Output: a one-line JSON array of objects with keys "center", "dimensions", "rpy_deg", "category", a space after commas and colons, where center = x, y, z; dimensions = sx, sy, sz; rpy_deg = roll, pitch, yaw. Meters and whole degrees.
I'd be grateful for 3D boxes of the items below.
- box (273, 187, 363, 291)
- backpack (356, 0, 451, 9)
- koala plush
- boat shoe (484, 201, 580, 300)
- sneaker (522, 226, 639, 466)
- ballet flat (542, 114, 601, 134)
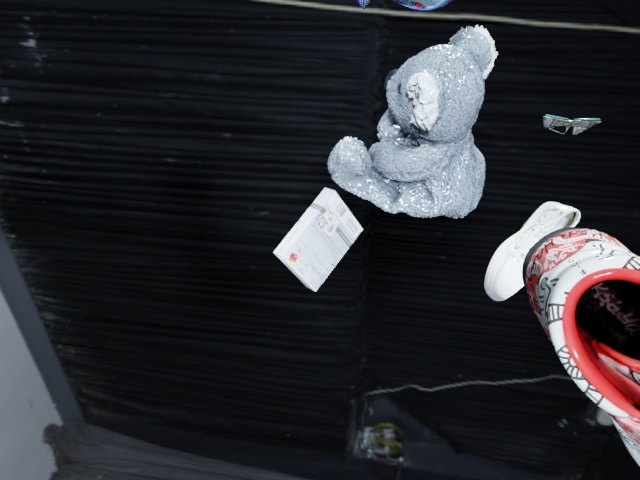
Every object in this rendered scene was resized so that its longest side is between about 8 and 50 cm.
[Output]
[{"center": [0.000, 0.000, 1.193], "dimensions": [0.186, 0.038, 0.145], "rpy_deg": [-53, 133, -14], "category": "box"}, {"center": [0.078, -0.279, 0.482], "dimensions": [0.117, 0.173, 0.158], "rpy_deg": [-51, -172, -16], "category": "backpack"}, {"center": [0.145, -0.156, 0.702], "dimensions": [0.196, 0.203, 0.221], "rpy_deg": [-42, 157, -34], "category": "koala plush"}, {"center": [0.482, 0.024, 1.224], "dimensions": [0.277, 0.098, 0.096], "rpy_deg": [-52, -164, -4], "category": "boat shoe"}, {"center": [0.225, 0.111, 0.325], "dimensions": [0.270, 0.090, 0.145], "rpy_deg": [53, 16, 5], "category": "sneaker"}, {"center": [0.535, -0.246, 1.154], "dimensions": [0.041, 0.114, 0.041], "rpy_deg": [-33, 129, -54], "category": "ballet flat"}]
